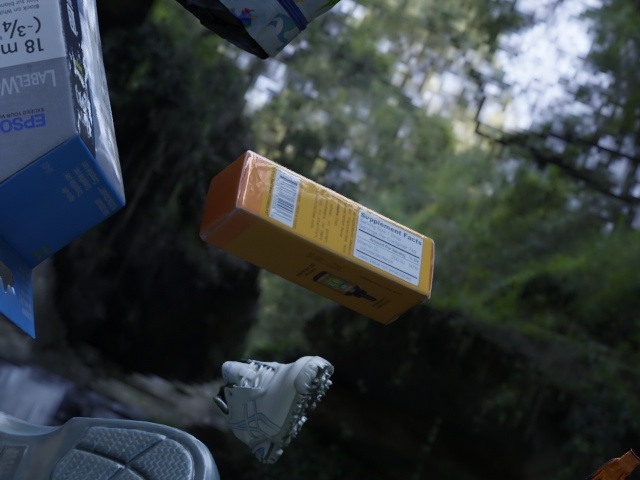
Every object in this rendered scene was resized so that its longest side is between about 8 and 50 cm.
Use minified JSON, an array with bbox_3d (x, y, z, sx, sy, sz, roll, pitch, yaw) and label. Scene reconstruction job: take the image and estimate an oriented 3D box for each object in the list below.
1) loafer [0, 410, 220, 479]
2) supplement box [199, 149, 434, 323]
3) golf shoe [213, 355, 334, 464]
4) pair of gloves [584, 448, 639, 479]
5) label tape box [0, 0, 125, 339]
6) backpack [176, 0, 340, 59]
[{"bbox_3d":[-0.166,0.134,0.831,0.268,0.096,0.084,7,-40,26],"label":"loafer"},{"bbox_3d":[0.000,0.000,1.632,0.233,0.080,0.078,27,-37,-23],"label":"supplement box"},{"bbox_3d":[-0.047,0.128,1.342,0.086,0.069,0.176,38,-30,2],"label":"golf shoe"},{"bbox_3d":[0.325,0.269,1.733,0.083,0.074,0.010,49,16,-14],"label":"pair of gloves"},{"bbox_3d":[-0.243,-0.102,1.413,0.106,0.333,0.240,-10,-13,0],"label":"label tape box"},{"bbox_3d":[-0.110,-0.361,1.791,0.273,0.355,0.290,-27,-42,8],"label":"backpack"}]
